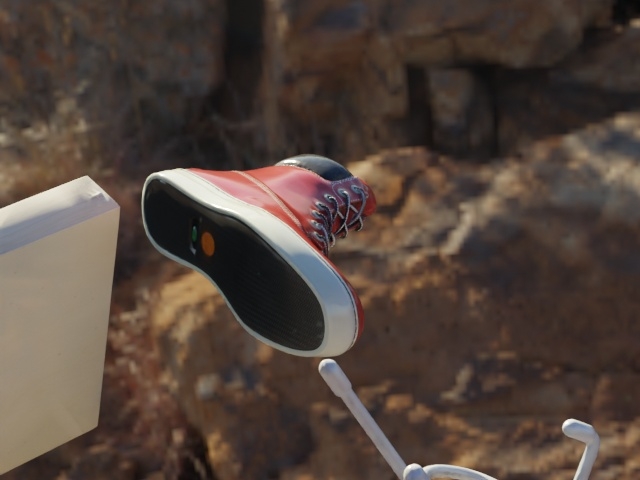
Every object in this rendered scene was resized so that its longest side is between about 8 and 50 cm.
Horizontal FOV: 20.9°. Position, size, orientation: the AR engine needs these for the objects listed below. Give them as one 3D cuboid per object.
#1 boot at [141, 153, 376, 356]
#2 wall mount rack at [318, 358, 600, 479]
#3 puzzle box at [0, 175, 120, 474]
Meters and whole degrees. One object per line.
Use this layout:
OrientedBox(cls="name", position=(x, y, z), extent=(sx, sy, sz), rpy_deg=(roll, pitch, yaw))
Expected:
OrientedBox(cls="boot", position=(0.000, 0.000, 1.302), extent=(0.176, 0.088, 0.244), rpy_deg=(-10, 30, -33))
OrientedBox(cls="wall mount rack", position=(0.152, 0.224, 1.505), extent=(0.304, 0.130, 0.350), rpy_deg=(11, 15, -24))
OrientedBox(cls="puzzle box", position=(-0.349, 0.125, 1.406), extent=(0.409, 0.272, 0.052), rpy_deg=(-24, 52, -35))
